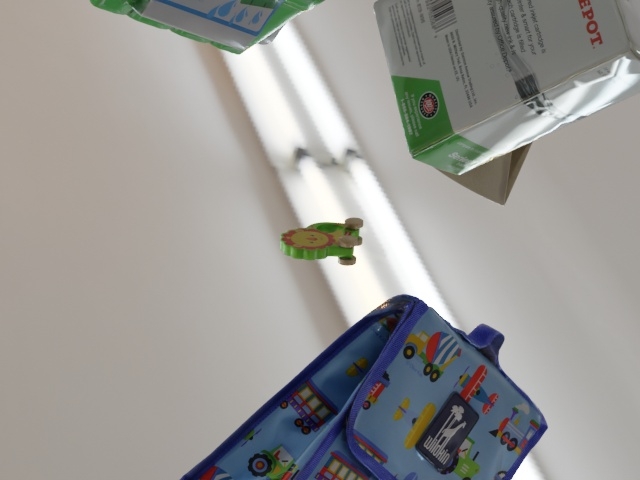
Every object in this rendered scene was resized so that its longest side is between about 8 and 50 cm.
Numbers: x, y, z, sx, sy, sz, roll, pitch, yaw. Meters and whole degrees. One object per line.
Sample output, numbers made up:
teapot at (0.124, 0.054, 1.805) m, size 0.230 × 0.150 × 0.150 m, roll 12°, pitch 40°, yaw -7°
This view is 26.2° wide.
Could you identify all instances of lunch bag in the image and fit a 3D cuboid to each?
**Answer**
lunch bag at (0.060, 0.190, 1.222) m, size 0.221 × 0.293 × 0.138 m, roll 42°, pitch 178°, yaw -35°

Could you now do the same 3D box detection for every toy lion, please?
toy lion at (0.000, 0.000, 1.672) m, size 0.096 × 0.034 × 0.100 m, roll 5°, pitch -158°, yaw 7°

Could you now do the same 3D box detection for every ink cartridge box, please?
ink cartridge box at (0.163, -0.166, 1.135) m, size 0.087 × 0.208 × 0.153 m, roll 17°, pitch -124°, yaw -52°

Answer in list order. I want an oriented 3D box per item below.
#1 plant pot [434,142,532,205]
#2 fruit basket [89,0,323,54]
plant pot at (0.152, -0.117, 1.323) m, size 0.096 × 0.109 × 0.109 m, roll 17°, pitch -132°, yaw 15°
fruit basket at (-0.057, -0.332, 1.227) m, size 0.327 × 0.353 × 0.165 m, roll 13°, pitch -135°, yaw -45°
